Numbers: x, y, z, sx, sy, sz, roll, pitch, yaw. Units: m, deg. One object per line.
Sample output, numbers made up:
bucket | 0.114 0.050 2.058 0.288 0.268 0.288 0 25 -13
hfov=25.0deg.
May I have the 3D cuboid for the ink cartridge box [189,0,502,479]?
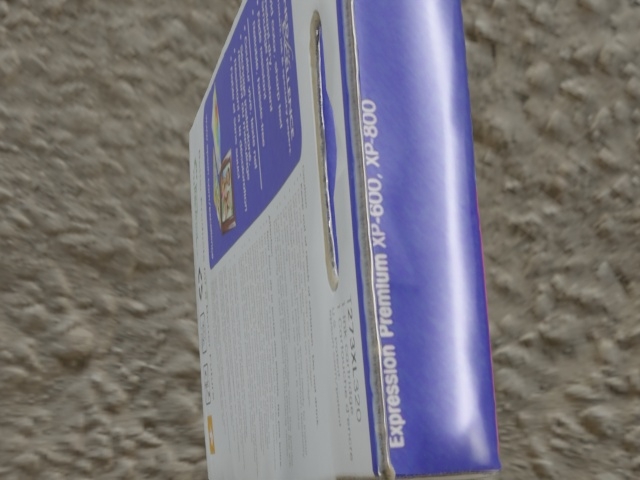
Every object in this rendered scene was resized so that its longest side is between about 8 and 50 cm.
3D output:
ink cartridge box | 0.000 0.000 0.522 0.069 0.371 0.176 -3 81 -9
